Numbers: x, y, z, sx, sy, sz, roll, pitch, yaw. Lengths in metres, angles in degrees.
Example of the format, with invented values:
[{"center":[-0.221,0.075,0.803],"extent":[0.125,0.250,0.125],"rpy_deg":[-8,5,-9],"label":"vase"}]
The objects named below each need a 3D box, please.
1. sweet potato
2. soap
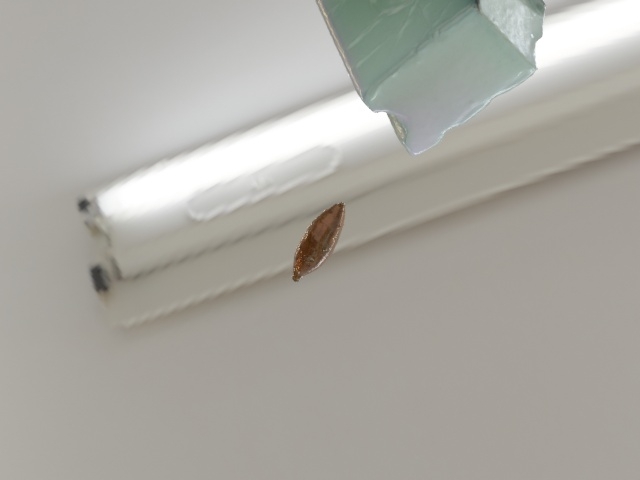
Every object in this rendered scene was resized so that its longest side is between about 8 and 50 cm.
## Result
[{"center":[0.000,0.000,1.377],"extent":[0.095,0.034,0.034],"rpy_deg":[-55,-126,25],"label":"sweet potato"},{"center":[0.075,-0.190,1.114],"extent":[0.145,0.091,0.230],"rpy_deg":[-36,-139,14],"label":"soap"}]
